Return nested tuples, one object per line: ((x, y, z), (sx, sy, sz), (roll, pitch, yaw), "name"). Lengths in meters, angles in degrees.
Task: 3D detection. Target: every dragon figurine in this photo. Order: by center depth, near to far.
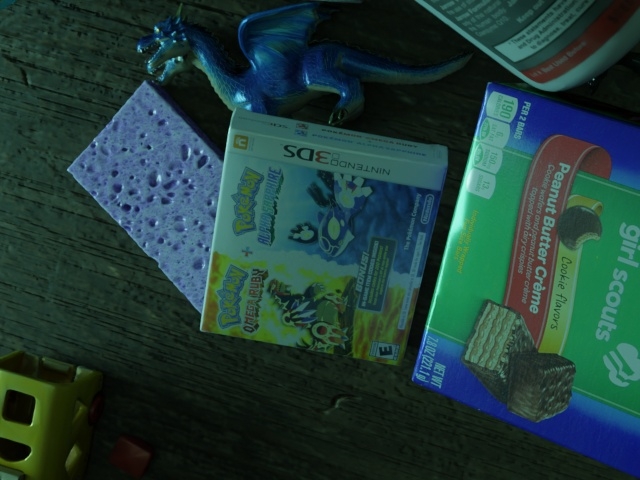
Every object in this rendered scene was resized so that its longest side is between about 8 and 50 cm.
((-0.022, -0.166, 1.190), (0.289, 0.085, 0.144), (-17, 92, 15), "dragon figurine")

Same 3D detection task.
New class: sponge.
((-0.126, -0.034, 1.253), (0.117, 0.031, 0.210), (-45, 86, 12), "sponge")

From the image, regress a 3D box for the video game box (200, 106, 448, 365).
((0.000, 0.000, 1.173), (0.187, 0.048, 0.205), (11, 117, 1), "video game box")

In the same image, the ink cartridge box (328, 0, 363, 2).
((-0.031, -0.322, 1.155), (0.158, 0.092, 0.218), (6, 86, 12), "ink cartridge box")

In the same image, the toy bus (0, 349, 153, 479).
((-0.277, 0.206, 1.272), (0.191, 0.104, 0.202), (-33, 87, 13), "toy bus")

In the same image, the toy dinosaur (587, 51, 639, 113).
((0.293, -0.171, 1.137), (0.118, 0.064, 0.268), (7, 93, 3), "toy dinosaur")

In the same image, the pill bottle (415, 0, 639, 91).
((0.096, -0.291, 1.007), (0.363, 0.210, 0.210), (33, 102, -17), "pill bottle")

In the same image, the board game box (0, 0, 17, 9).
((-0.235, -0.362, 1.154), (0.336, 0.079, 0.254), (-22, 72, 24), "board game box")

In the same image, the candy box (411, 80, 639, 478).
((0.259, 0.042, 1.076), (0.317, 0.122, 0.268), (21, 107, 26), "candy box")
